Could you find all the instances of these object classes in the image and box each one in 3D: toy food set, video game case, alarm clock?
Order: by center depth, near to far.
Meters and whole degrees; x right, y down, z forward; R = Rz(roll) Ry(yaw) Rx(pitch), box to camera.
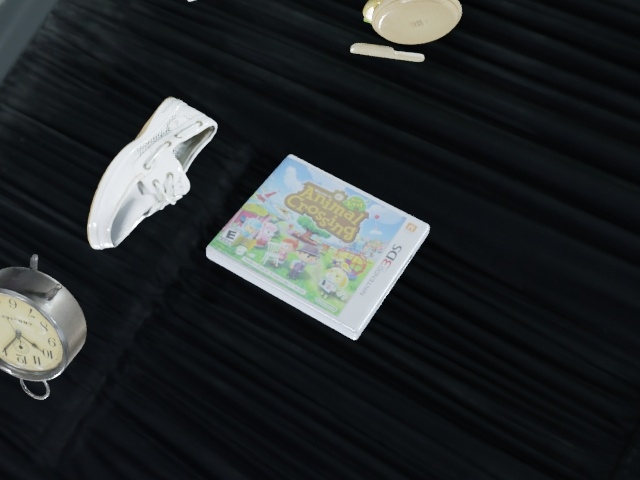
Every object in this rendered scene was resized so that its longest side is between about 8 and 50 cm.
[{"bbox_3d":[-0.330,0.107,0.981,0.064,0.129,0.192,-60,162,-55],"label":"alarm clock"},{"bbox_3d":[0.000,0.000,1.068,0.193,0.212,0.023,-52,163,-35],"label":"video game case"},{"bbox_3d":[0.126,-0.313,1.178,0.192,0.132,0.038,139,-48,-62],"label":"toy food set"}]

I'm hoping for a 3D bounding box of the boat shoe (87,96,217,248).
[{"bbox_3d":[-0.232,-0.094,1.233,0.098,0.096,0.277,97,16,-56],"label":"boat shoe"}]
